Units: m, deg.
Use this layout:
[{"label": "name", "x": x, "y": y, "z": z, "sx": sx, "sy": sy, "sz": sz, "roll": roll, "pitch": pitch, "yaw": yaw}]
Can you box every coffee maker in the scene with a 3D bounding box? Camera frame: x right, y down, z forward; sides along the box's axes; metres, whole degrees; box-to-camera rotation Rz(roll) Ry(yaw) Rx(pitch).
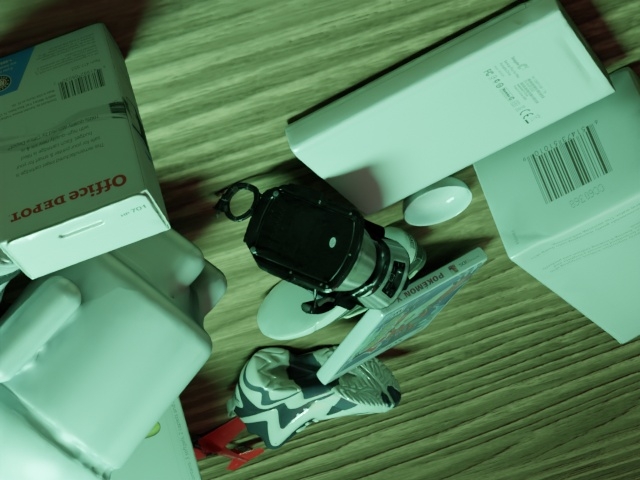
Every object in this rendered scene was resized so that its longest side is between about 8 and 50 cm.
[{"label": "coffee maker", "x": 0.000, "y": 0.000, "z": 1.907, "sx": 0.120, "sy": 0.171, "sz": 0.178, "roll": -46, "pitch": 158, "yaw": 6}]

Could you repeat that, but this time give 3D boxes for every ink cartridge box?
[{"label": "ink cartridge box", "x": -0.228, "y": -0.081, "z": 1.541, "sx": 0.139, "sy": 0.191, "sz": 0.082, "roll": -19, "pitch": 153, "yaw": 3}]

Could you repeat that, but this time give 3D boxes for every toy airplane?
[{"label": "toy airplane", "x": -0.143, "y": 0.300, "z": 2.467, "sx": 0.151, "sy": 0.028, "sz": 0.151, "roll": -15, "pitch": 151, "yaw": -8}]

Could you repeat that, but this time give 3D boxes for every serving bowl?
[{"label": "serving bowl", "x": 0.132, "y": -0.050, "z": 1.991, "sx": 0.083, "sy": 0.027, "sz": 0.083, "roll": -14, "pitch": 152, "yaw": -8}]

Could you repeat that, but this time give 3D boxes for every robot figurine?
[{"label": "robot figurine", "x": -0.255, "y": 0.137, "z": 1.833, "sx": 0.353, "sy": 0.200, "sz": 0.300, "roll": -51, "pitch": 149, "yaw": -8}]

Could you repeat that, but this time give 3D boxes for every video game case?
[{"label": "video game case", "x": 0.101, "y": 0.096, "z": 2.168, "sx": 0.183, "sy": 0.023, "sz": 0.201, "roll": -27, "pitch": 164, "yaw": -33}]

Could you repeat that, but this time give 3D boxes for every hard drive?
[{"label": "hard drive", "x": 0.141, "y": -0.138, "z": 1.821, "sx": 0.307, "sy": 0.040, "sz": 0.203, "roll": -26, "pitch": 152, "yaw": 15}]

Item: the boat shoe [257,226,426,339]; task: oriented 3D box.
[{"label": "boat shoe", "x": 0.028, "y": 0.063, "z": 2.083, "sx": 0.219, "sy": 0.078, "sz": 0.070, "roll": -28, "pitch": 150, "yaw": 16}]

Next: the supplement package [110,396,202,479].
[{"label": "supplement package", "x": -0.228, "y": 0.327, "z": 2.212, "sx": 0.145, "sy": 0.262, "sz": 0.204, "roll": -14, "pitch": 152, "yaw": -10}]

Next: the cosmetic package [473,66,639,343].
[{"label": "cosmetic package", "x": 0.361, "y": -0.029, "z": 2.035, "sx": 0.217, "sy": 0.156, "sz": 0.385, "roll": -27, "pitch": 152, "yaw": 17}]

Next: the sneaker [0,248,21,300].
[{"label": "sneaker", "x": -0.441, "y": 0.083, "z": 1.688, "sx": 0.366, "sy": 0.137, "sz": 0.210, "roll": -32, "pitch": 165, "yaw": -33}]

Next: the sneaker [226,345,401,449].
[{"label": "sneaker", "x": -0.020, "y": 0.217, "z": 2.321, "sx": 0.235, "sy": 0.094, "sz": 0.153, "roll": 1, "pitch": 148, "yaw": -33}]

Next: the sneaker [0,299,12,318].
[{"label": "sneaker", "x": -0.330, "y": 0.129, "z": 1.964, "sx": 0.281, "sy": 0.106, "sz": 0.162, "roll": 0, "pitch": 145, "yaw": -30}]
